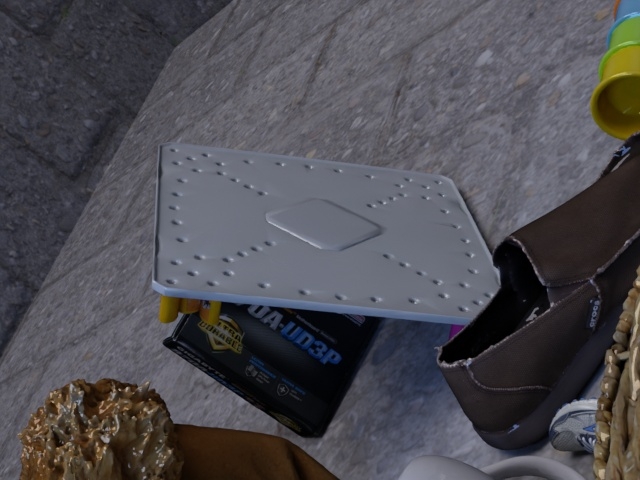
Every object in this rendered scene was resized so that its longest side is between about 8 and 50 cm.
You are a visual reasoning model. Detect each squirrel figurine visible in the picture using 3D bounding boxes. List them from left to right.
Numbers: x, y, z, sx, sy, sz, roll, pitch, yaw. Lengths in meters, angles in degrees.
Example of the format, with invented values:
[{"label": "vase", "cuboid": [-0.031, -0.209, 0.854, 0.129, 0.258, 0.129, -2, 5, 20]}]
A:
[{"label": "squirrel figurine", "cuboid": [-0.158, 0.315, 1.098, 0.281, 0.397, 0.370, -36, 13, 15]}]

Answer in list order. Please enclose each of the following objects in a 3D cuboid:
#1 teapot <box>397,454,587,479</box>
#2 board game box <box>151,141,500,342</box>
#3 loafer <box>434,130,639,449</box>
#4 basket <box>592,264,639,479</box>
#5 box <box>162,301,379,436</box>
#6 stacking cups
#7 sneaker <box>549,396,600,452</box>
[{"label": "teapot", "cuboid": [0.114, 0.298, 0.913, 0.252, 0.187, 0.256, 2, -70, -77]}, {"label": "board game box", "cuboid": [0.000, 0.000, 1.387, 0.390, 0.390, 0.050, -103, 22, -63]}, {"label": "loafer", "cuboid": [0.244, 0.027, 1.147, 0.366, 0.130, 0.134, -55, 23, -11]}, {"label": "basket", "cuboid": [0.301, 0.121, 0.667, 0.213, 0.223, 0.299, -33, 29, 45]}, {"label": "box", "cuboid": [-0.059, 0.113, 1.468, 0.175, 0.220, 0.051, -59, 14, -23]}, {"label": "stacking cups", "cuboid": [0.384, -0.243, 1.391, 0.096, 0.096, 0.316, -31, 24, 39]}, {"label": "sneaker", "cuboid": [0.249, 0.168, 1.023, 0.135, 0.052, 0.058, -26, 36, 46]}]
